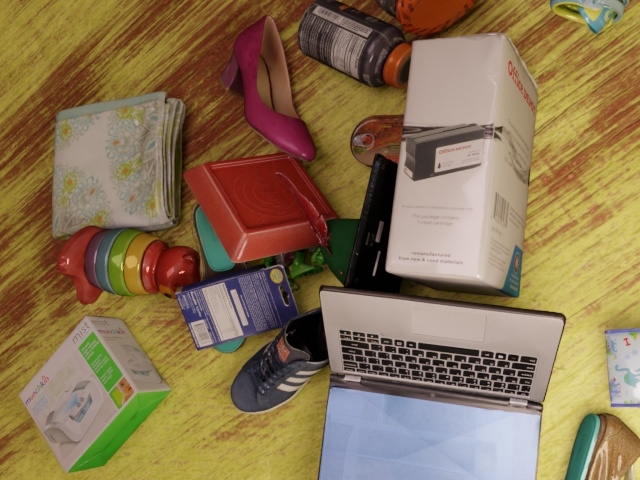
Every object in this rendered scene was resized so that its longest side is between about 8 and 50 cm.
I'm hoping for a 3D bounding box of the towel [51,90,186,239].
[{"bbox_3d":[-0.491,-0.175,1.775,0.375,0.090,0.320,-5,77,26],"label":"towel"}]

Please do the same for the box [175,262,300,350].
[{"bbox_3d":[-0.163,0.131,1.503,0.225,0.036,0.136,-15,109,6],"label":"box"}]

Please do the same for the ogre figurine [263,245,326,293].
[{"bbox_3d":[-0.061,0.031,1.515,0.197,0.097,0.118,-49,51,56],"label":"ogre figurine"}]

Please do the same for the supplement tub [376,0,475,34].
[{"bbox_3d":[0.167,-0.587,1.464,0.207,0.207,0.338,-30,68,18],"label":"supplement tub"}]

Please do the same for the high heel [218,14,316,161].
[{"bbox_3d":[-0.087,-0.325,1.566,0.181,0.127,0.377,-53,55,19],"label":"high heel"}]

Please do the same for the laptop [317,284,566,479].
[{"bbox_3d":[0.178,0.304,1.231,0.382,0.408,0.236,6,50,11],"label":"laptop"}]

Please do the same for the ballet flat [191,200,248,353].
[{"bbox_3d":[-0.200,0.062,1.560,0.123,0.123,0.348,4,110,27],"label":"ballet flat"}]

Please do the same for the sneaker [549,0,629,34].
[{"bbox_3d":[0.550,-0.473,1.303,0.319,0.127,0.208,-4,76,35],"label":"sneaker"}]

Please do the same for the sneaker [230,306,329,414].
[{"bbox_3d":[-0.062,0.223,1.454,0.350,0.148,0.131,-38,66,15],"label":"sneaker"}]

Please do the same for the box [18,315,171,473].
[{"bbox_3d":[-0.504,0.339,1.665,0.262,0.127,0.231,-47,66,12],"label":"box"}]

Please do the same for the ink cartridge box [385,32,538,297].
[{"bbox_3d":[0.256,-0.115,1.285,0.166,0.285,0.394,4,82,27],"label":"ink cartridge box"}]

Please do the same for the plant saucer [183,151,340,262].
[{"bbox_3d":[-0.104,-0.084,1.467,0.258,0.259,0.047,56,144,33],"label":"plant saucer"}]

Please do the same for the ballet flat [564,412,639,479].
[{"bbox_3d":[0.428,0.450,1.201,0.124,0.116,0.342,26,85,1],"label":"ballet flat"}]

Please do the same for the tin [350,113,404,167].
[{"bbox_3d":[0.152,-0.197,1.493,0.190,0.040,0.106,4,78,27],"label":"tin"}]

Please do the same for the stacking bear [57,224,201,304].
[{"bbox_3d":[-0.396,0.058,1.650,0.289,0.175,0.164,7,50,17],"label":"stacking bear"}]

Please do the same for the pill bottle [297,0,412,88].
[{"bbox_3d":[0.082,-0.393,1.512,0.246,0.130,0.130,33,95,27],"label":"pill bottle"}]

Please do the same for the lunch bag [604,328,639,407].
[{"bbox_3d":[0.544,0.204,1.190,0.151,0.096,0.128,-10,76,34],"label":"lunch bag"}]

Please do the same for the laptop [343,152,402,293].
[{"bbox_3d":[0.093,-0.014,1.347,0.137,0.264,0.234,10,85,37],"label":"laptop"}]

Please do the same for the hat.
[{"bbox_3d":[0.000,0.000,1.410,0.184,0.173,0.208,13,90,12],"label":"hat"}]
